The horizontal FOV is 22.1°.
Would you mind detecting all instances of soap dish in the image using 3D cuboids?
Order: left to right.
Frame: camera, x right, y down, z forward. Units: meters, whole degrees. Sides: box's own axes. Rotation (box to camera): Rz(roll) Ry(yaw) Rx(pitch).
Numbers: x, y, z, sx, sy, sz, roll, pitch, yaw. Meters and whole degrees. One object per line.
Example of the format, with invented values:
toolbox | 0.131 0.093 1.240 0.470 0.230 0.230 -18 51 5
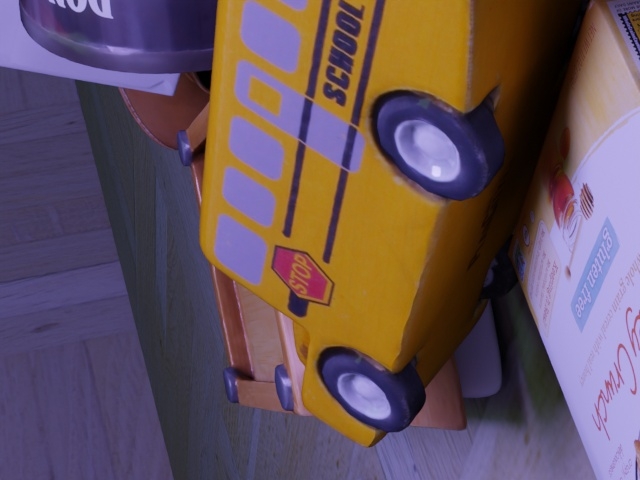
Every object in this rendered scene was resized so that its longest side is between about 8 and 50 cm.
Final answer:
soap dish | 0.000 0.000 0.969 0.291 0.118 0.229 159 100 -79

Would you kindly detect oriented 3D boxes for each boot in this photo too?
boot | -0.102 -0.167 1.375 0.220 0.109 0.283 -126 35 -54

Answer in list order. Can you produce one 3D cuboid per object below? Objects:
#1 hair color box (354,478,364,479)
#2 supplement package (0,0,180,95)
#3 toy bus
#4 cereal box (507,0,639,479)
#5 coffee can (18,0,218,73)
hair color box | 0.034 0.370 1.140 0.374 0.114 0.185 -114 18 -48
supplement package | -0.176 -0.263 1.157 0.145 0.204 0.262 -119 44 -54
toy bus | 0.027 -0.050 0.676 0.130 0.108 0.332 32 147 14
cereal box | 0.136 0.056 0.567 0.173 0.047 0.240 98 158 -57
coffee can | -0.094 -0.266 0.969 0.201 0.202 0.275 -118 21 -54
